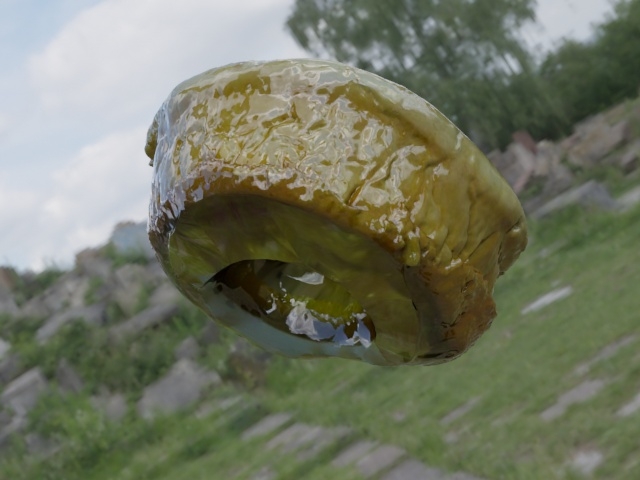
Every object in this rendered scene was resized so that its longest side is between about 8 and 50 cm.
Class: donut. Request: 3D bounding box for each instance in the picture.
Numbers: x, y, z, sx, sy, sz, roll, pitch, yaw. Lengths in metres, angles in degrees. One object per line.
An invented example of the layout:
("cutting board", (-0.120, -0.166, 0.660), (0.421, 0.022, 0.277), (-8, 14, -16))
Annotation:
("donut", (0.000, 0.000, 0.923), (0.330, 0.330, 0.160), (-32, 39, 62))
